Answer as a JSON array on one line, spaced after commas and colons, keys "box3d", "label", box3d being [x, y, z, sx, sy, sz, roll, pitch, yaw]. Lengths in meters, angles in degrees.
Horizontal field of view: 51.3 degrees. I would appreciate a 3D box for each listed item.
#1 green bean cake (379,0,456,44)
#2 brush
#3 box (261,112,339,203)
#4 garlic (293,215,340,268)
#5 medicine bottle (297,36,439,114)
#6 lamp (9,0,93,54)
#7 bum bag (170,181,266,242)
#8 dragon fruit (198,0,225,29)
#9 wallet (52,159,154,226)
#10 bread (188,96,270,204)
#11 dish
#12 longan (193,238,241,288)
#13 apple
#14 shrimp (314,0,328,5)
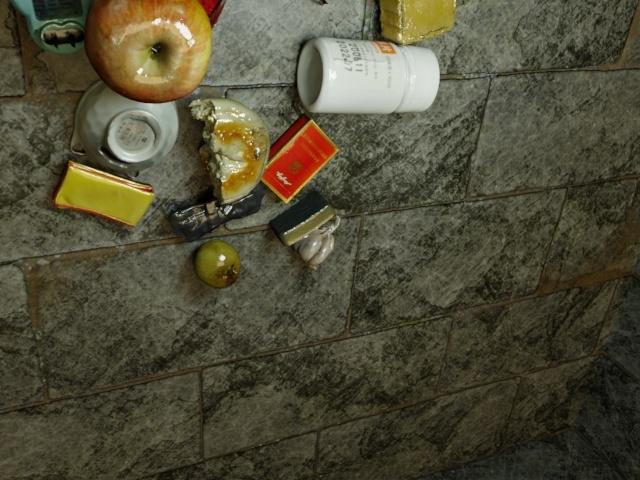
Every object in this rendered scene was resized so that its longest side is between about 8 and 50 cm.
[{"box3d": [0.273, -0.683, 1.880, 0.224, 0.131, 0.230, -25, 128, -26], "label": "green bean cake"}, {"box3d": [-0.059, -0.071, 2.113, 0.197, 0.123, 0.059, -35, 126, -5], "label": "brush"}, {"box3d": [-0.078, -0.248, 2.028, 0.240, 0.074, 0.153, -45, 133, 3], "label": "box"}, {"box3d": [0.000, 0.000, 2.184, 0.194, 0.131, 0.127, -42, 159, 4], "label": "garlic"}, {"box3d": [0.136, -0.467, 1.909, 0.371, 0.211, 0.211, -5, 121, -25], "label": "medicine bottle"}, {"box3d": [-0.600, -0.563, 1.501, 0.209, 0.147, 0.284, -12, 115, -18], "label": "lamp"}, {"box3d": [-0.301, -0.087, 2.001, 0.310, 0.074, 0.137, -24, 142, -11], "label": "bum bag"}, {"box3d": [-0.328, -0.594, 1.678, 0.161, 0.120, 0.127, 36, 138, -17], "label": "dragon fruit"}, {"box3d": [-0.598, -0.127, 1.836, 0.241, 0.067, 0.141, 19, 121, -32], "label": "wallet"}, {"box3d": [-0.241, -0.275, 1.858, 0.192, 0.171, 0.314, -24, 129, -17], "label": "bread"}, {"box3d": [-0.498, -0.288, 1.749, 0.303, 0.120, 0.303, -13, 124, -21], "label": "dish"}, {"box3d": [-0.309, 0.076, 2.047, 0.154, 0.176, 0.145, 31, 88, -53], "label": "longan"}, {"box3d": [-0.400, -0.471, 1.557, 0.301, 0.301, 0.301, -13, 125, -20], "label": "apple"}, {"box3d": [0.056, -0.739, 1.794, 0.290, 0.054, 0.222, 1, 119, -28], "label": "shrimp"}]
